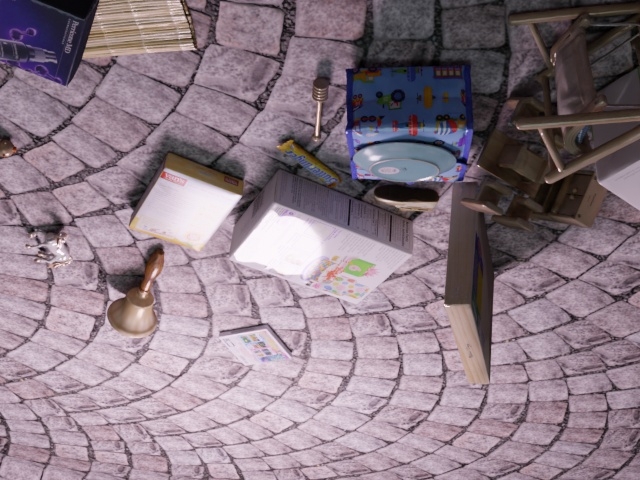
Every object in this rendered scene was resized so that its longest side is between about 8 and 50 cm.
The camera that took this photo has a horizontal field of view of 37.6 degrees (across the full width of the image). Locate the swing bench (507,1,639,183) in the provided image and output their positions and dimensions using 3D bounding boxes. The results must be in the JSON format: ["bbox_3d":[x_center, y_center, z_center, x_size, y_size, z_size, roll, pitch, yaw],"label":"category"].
[{"bbox_3d":[0.448,-0.260,1.487,0.254,0.253,0.165,-15,140,26],"label":"swing bench"}]

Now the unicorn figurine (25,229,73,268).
[{"bbox_3d":[-0.616,0.012,2.156,0.111,0.060,0.162,-3,159,10],"label":"unicorn figurine"}]

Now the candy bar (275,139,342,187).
[{"bbox_3d":[-0.020,-0.154,1.884,0.040,0.018,0.161,-26,133,35],"label":"candy bar"}]

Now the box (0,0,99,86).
[{"bbox_3d":[-0.482,-0.373,1.540,0.207,0.108,0.153,20,134,-12],"label":"box"}]

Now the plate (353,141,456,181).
[{"bbox_3d":[0.152,-0.136,1.700,0.188,0.024,0.188,2,166,1],"label":"plate"}]

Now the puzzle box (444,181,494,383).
[{"bbox_3d":[0.313,0.097,1.936,0.052,0.272,0.409,0,150,16],"label":"puzzle box"}]

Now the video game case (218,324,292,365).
[{"bbox_3d":[-0.171,0.279,2.489,0.143,0.019,0.157,-12,140,21],"label":"video game case"}]

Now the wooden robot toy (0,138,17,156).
[{"bbox_3d":[-0.653,-0.173,1.894,0.079,0.076,0.173,1,145,-14],"label":"wooden robot toy"}]

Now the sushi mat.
[{"bbox_3d":[-0.378,-0.374,1.627,0.316,0.019,0.151,-3,142,11],"label":"sushi mat"}]

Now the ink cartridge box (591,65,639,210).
[{"bbox_3d":[0.644,-0.129,1.680,0.353,0.207,0.119,27,140,-29],"label":"ink cartridge box"}]

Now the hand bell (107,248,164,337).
[{"bbox_3d":[-0.416,0.110,2.238,0.126,0.126,0.242,17,131,-16],"label":"hand bell"}]

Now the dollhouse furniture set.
[{"bbox_3d":[0.383,-0.122,1.742,0.242,0.212,0.161,26,176,-25],"label":"dollhouse furniture set"}]

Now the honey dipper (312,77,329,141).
[{"bbox_3d":[-0.002,-0.239,1.759,0.030,0.030,0.161,4,146,1],"label":"honey dipper"}]

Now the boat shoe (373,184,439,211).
[{"bbox_3d":[0.174,-0.081,1.933,0.135,0.050,0.045,7,138,-3],"label":"boat shoe"}]

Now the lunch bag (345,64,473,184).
[{"bbox_3d":[0.162,-0.190,1.750,0.221,0.138,0.293,-1,156,5],"label":"lunch bag"}]

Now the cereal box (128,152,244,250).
[{"bbox_3d":[-0.287,-0.076,1.996,0.173,0.047,0.240,21,141,-20],"label":"cereal box"}]

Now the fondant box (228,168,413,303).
[{"bbox_3d":[0.000,0.000,2.027,0.330,0.096,0.238,21,141,-20],"label":"fondant box"}]
